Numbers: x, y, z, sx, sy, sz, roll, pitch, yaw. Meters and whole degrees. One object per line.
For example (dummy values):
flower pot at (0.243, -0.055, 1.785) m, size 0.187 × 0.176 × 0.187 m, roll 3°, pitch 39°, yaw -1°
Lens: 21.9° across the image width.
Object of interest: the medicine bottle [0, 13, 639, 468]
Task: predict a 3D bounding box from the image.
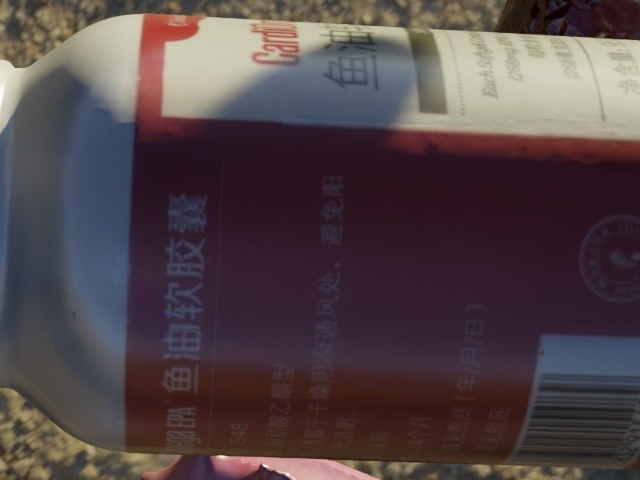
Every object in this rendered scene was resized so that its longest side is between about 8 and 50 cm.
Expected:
medicine bottle at (0.000, 0.000, 0.494) m, size 0.250 × 0.131 × 0.131 m, roll 3°, pitch 69°, yaw -5°

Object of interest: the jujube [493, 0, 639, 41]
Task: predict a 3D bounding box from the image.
jujube at (0.271, -0.211, 1.799) m, size 0.190 × 0.190 × 0.255 m, roll 35°, pitch 100°, yaw -10°

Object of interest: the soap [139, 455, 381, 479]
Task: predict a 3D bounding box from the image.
soap at (-0.017, 0.301, 1.435) m, size 0.324 × 0.127 × 0.220 m, roll 19°, pitch 95°, yaw 16°
